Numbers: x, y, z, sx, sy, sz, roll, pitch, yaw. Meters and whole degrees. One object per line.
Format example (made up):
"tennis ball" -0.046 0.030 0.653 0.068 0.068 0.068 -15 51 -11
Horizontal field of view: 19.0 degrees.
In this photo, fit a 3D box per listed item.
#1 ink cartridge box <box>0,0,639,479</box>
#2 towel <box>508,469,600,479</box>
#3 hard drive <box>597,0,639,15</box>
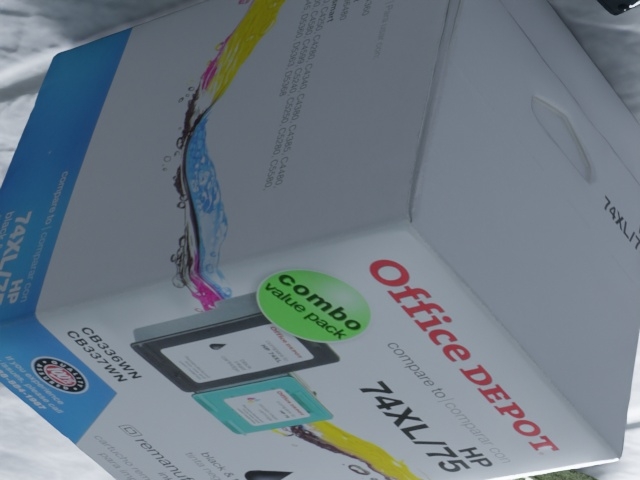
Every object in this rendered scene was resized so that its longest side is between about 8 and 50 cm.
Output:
"ink cartridge box" 0.000 0.000 0.950 0.270 0.197 0.198 -15 134 34
"towel" 0.120 0.167 1.271 0.148 0.027 0.110 23 144 -13
"hard drive" 0.158 -0.157 0.837 0.135 0.022 0.094 -22 130 40
